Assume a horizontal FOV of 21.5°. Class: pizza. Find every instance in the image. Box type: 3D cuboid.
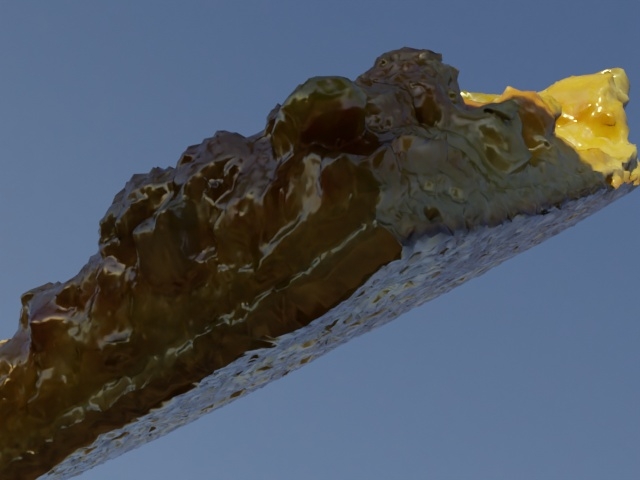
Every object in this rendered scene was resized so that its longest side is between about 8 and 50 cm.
[{"bbox_3d":[-0.018,0.015,0.688,0.268,0.258,0.087,-34,-102,28],"label":"pizza"}]
